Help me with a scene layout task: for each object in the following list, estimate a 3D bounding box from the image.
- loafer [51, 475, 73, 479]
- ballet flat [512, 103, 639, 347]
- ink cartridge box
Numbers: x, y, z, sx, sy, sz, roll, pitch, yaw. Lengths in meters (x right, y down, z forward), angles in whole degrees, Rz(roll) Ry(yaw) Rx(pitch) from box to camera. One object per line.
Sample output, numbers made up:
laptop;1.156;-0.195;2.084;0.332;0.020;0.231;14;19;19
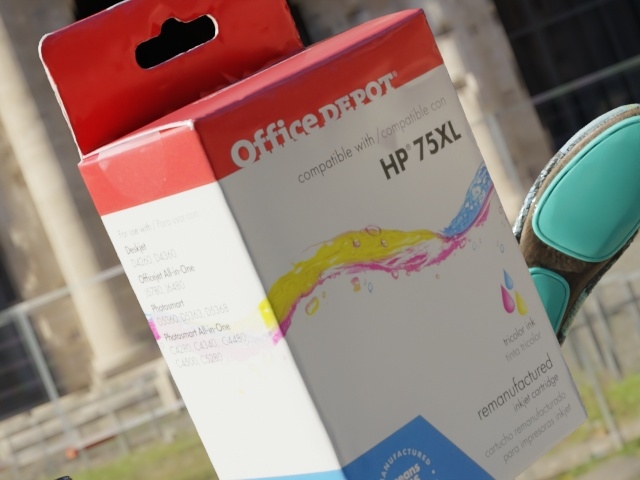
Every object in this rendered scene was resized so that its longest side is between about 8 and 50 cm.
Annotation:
loafer;-0.213;0.158;1.014;0.170;0.061;0.062;-21;-13;6
ballet flat;0.125;0.003;1.001;0.188;0.070;0.070;-57;-4;8
ink cartridge box;0.000;0.000;0.717;0.134;0.231;0.078;-31;12;-40
